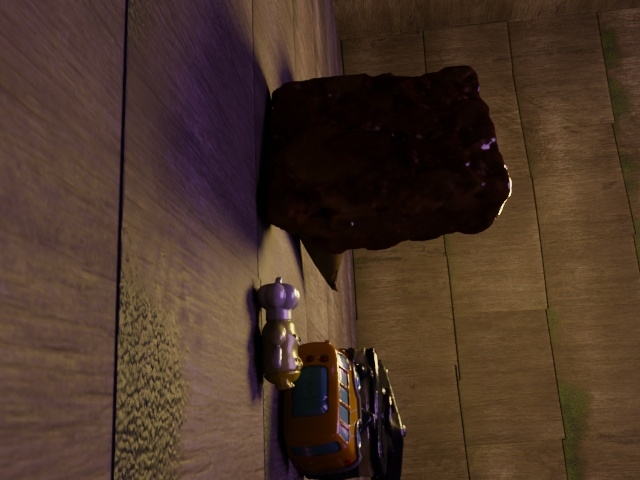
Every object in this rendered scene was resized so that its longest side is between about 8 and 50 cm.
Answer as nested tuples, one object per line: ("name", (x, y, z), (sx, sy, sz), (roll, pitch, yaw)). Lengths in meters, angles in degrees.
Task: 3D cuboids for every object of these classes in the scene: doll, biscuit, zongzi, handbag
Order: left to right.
("doll", (-0.058, 0.134, 0.940), (0.106, 0.062, 0.163), (80, 6, -80))
("zongzi", (0.000, 0.000, 1.365), (0.260, 0.122, 0.289), (-49, 138, -76))
("handbag", (0.049, 0.330, 1.252), (0.181, 0.181, 0.255), (78, 9, -55))
("biscuit", (0.106, -0.143, 1.128), (0.166, 0.394, 0.343), (82, 5, -51))

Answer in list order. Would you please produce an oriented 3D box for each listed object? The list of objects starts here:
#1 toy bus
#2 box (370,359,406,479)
("toy bus", (-0.003, 0.276, 1.099), (0.136, 0.126, 0.210), (65, 19, -49))
("box", (0.157, 0.496, 1.674), (0.289, 0.073, 0.290), (-106, -165, -60))
